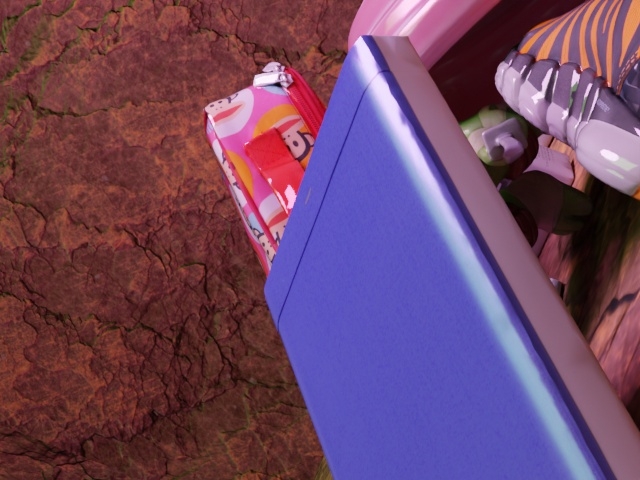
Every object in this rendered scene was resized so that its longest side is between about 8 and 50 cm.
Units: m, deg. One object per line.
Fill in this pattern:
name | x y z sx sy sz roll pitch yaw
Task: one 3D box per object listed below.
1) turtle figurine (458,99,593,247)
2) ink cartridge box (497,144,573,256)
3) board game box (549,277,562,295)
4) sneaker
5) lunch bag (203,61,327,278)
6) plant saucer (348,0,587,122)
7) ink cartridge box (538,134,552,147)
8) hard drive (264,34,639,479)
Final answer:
turtle figurine | 0.133 0.003 0.805 0.274 0.198 0.266 -19 15 48
ink cartridge box | 0.147 -0.047 1.091 0.063 0.150 0.109 -77 7 -66
board game box | 0.102 0.210 1.095 0.390 0.050 0.390 64 -133 -88
sneaker | 0.194 -0.118 0.600 0.321 0.124 0.180 -105 38 -73
lunch bag | 0.000 0.000 1.010 0.120 0.293 0.258 -28 -13 -3
plant saucer | 0.143 -0.184 0.845 0.332 0.084 0.332 -34 -12 -8
ink cartridge box | 0.247 -0.195 1.275 0.175 0.072 0.127 109 -178 -47
hard drive | 0.055 0.079 0.581 0.210 0.040 0.319 111 147 -42
